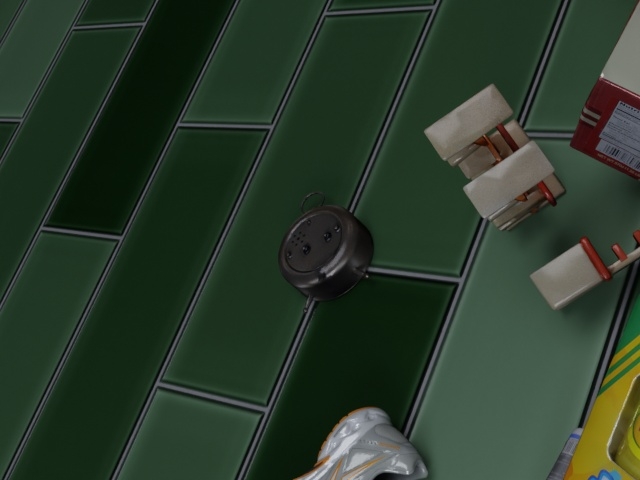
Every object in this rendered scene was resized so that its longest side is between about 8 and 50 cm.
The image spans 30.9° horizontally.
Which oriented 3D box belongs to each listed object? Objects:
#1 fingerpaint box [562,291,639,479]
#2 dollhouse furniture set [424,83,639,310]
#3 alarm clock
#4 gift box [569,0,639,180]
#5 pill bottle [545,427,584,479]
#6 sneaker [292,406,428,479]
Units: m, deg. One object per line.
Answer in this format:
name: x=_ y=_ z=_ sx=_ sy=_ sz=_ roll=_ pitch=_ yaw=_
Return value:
fingerpaint box: x=0.430 y=0.211 z=0.931 sx=0.445 sy=0.163 sz=0.371 roll=37 pitch=115 yaw=48
dollhouse furniture set: x=0.255 y=-0.060 z=1.333 sx=0.135 sy=0.262 sz=0.259 roll=-35 pitch=79 yaw=11
alarm clock: x=0.000 y=0.000 z=1.605 sx=0.129 sy=0.064 sz=0.192 roll=-31 pitch=43 yaw=17
gift box: x=0.423 y=-0.193 z=1.249 sx=0.255 sy=0.276 sz=0.258 roll=29 pitch=81 yaw=5
pill bottle: x=0.266 y=0.271 z=1.196 sx=0.078 sy=0.078 sz=0.137 roll=21 pitch=75 yaw=44
sneaker: x=0.016 y=0.323 z=1.345 sx=0.262 sy=0.099 sz=0.121 roll=-52 pitch=48 yaw=-2
